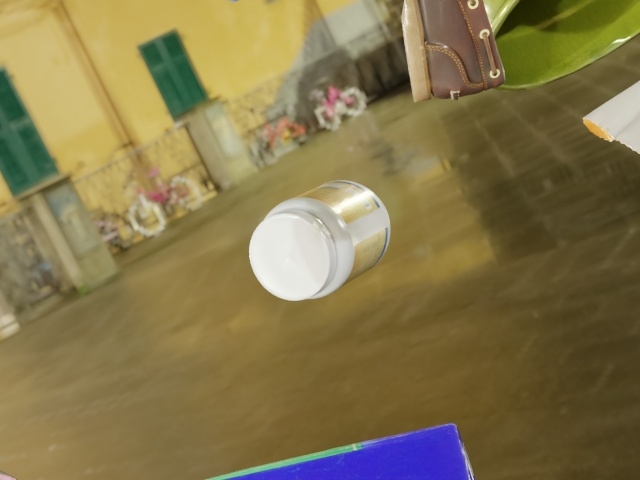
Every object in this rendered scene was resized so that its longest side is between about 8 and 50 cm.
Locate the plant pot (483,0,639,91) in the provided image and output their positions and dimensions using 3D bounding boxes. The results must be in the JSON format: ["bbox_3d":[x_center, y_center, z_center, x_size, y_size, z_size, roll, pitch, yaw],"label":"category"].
[{"bbox_3d":[0.250,-0.426,1.382,0.366,0.353,0.366,-28,-18,-10],"label":"plant pot"}]

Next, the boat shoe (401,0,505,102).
[{"bbox_3d":[0.084,-0.195,0.808,0.073,0.207,0.073,-8,32,8],"label":"boat shoe"}]

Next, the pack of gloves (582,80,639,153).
[{"bbox_3d":[0.314,-0.085,0.733,0.232,0.046,0.195,-33,37,-7],"label":"pack of gloves"}]

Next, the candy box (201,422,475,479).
[{"bbox_3d":[-0.036,0.225,0.693,0.268,0.122,0.317,-12,-25,-1],"label":"candy box"}]

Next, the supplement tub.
[{"bbox_3d":[0.000,0.000,1.684,0.144,0.144,0.200,-21,3,29],"label":"supplement tub"}]

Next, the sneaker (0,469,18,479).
[{"bbox_3d":[-0.387,0.201,1.005,0.319,0.112,0.131,17,-18,-19],"label":"sneaker"}]
